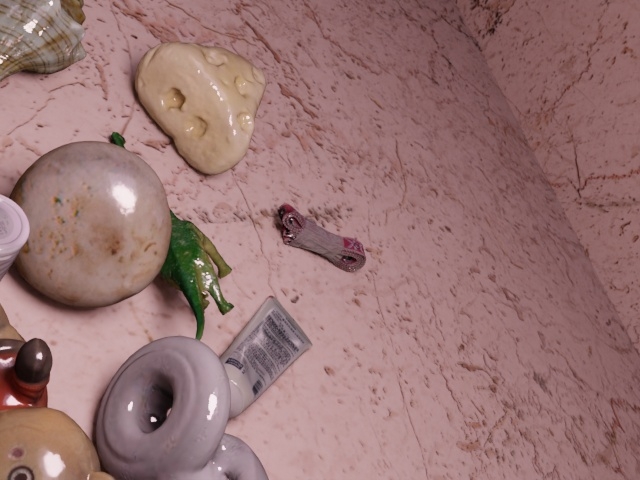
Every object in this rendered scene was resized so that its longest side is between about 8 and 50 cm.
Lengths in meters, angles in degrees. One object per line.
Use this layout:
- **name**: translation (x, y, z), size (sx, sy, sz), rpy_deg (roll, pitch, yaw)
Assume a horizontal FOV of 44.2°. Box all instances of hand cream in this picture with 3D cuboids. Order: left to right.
- **hand cream**: translation (-0.113, 0.203, 1.336), size (0.124, 0.078, 0.341), rpy_deg (50, 27, -1)

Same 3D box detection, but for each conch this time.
- **conch**: translation (-0.508, -0.352, 1.298), size (0.203, 0.169, 0.386), rpy_deg (25, 33, 7)

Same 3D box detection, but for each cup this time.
- **cup**: translation (-0.459, 0.022, 1.037), size (0.099, 0.133, 0.136), rpy_deg (30, 40, -22)

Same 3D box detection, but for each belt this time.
- **belt**: translation (0.000, 0.000, 1.631), size (0.232, 0.071, 0.053), rpy_deg (30, 34, -33)

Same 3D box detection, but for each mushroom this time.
- **mushroom**: translation (-0.340, -0.026, 1.180), size (0.244, 0.243, 0.243), rpy_deg (29, 41, -28)

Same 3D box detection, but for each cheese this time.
- **cheese**: translation (-0.235, -0.267, 1.520), size (0.248, 0.174, 0.251), rpy_deg (28, 46, -32)

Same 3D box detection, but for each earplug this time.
- **earplug**: translation (-0.179, 0.289, 1.066), size (0.325, 0.214, 0.175), rpy_deg (65, 18, 10)

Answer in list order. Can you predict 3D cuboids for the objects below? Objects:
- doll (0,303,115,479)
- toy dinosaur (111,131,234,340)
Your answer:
- **doll**: translation (-0.375, 0.227, 0.908), size (0.330, 0.235, 0.174), rpy_deg (60, 1, 24)
- **toy dinosaur**: translation (-0.252, -0.020, 1.275), size (0.300, 0.087, 0.447), rpy_deg (58, 0, -20)
